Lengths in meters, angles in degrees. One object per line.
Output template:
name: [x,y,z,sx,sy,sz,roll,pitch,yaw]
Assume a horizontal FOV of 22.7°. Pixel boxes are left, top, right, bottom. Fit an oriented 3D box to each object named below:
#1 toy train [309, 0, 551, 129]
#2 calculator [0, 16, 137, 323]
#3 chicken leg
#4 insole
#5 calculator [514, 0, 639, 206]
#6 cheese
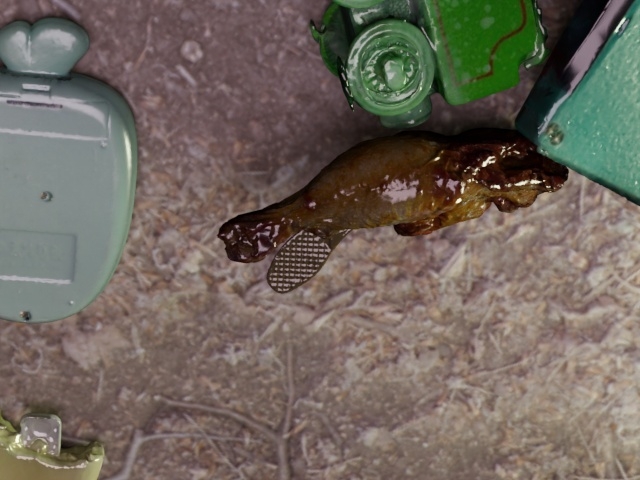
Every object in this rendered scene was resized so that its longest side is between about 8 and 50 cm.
toy train: [0.081,-0.220,1.344,0.188,0.132,0.243,-17,116,-4]
calculator: [-0.258,-0.057,1.431,0.184,0.042,0.295,4,115,-6]
chicken leg: [0.074,-0.041,1.400,0.322,0.083,0.177,-6,161,-34]
insole: [0.000,0.000,1.500,0.135,0.002,0.045,-43,111,14]
calculator: [0.315,-0.160,1.383,0.248,0.058,0.274,19,108,-35]
cheese: [-0.283,0.267,1.571,0.127,0.050,0.235,5,112,-8]
